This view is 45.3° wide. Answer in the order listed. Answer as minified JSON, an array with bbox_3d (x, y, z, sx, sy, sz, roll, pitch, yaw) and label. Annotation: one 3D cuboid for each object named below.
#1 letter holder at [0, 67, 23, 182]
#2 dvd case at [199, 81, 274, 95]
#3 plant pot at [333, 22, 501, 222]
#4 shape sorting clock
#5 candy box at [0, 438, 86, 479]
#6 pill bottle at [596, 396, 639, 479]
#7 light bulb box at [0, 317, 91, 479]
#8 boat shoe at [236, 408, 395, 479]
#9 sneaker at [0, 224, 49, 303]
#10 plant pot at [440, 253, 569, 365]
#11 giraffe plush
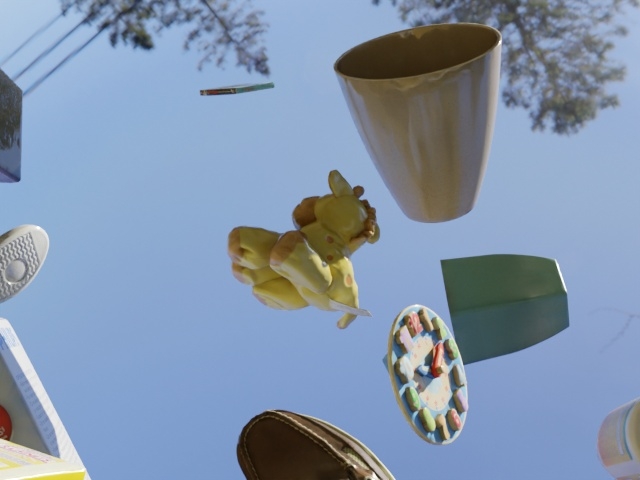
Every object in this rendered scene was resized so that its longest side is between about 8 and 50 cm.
[{"bbox_3d":[-0.559,-0.182,1.028,0.215,0.302,0.151,-2,-99,-2],"label":"letter holder"},{"bbox_3d":[-0.154,-0.278,1.410,0.087,0.013,0.120,-19,-163,-38],"label":"dvd case"},{"bbox_3d":[0.173,-0.177,1.235,0.257,0.273,0.256,-11,-150,6],"label":"plant pot"},{"bbox_3d":[0.162,0.194,1.122,0.040,0.206,0.206,-25,-143,35],"label":"shape sorting clock"},{"bbox_3d":[-0.304,0.171,0.617,0.206,0.105,0.027,10,-99,23],"label":"candy box"},{"bbox_3d":[0.440,0.272,1.026,0.118,0.208,0.117,-1,-111,4],"label":"pill bottle"},{"bbox_3d":[-0.466,0.326,0.895,0.358,0.360,0.225,-27,-178,-17],"label":"light bulb box"},{"bbox_3d":[0.023,0.208,0.570,0.257,0.095,0.095,34,-101,32],"label":"boat shoe"},{"bbox_3d":[-0.519,0.049,1.087,0.151,0.094,0.256,29,-115,35],"label":"sneaker"},{"bbox_3d":[0.384,0.128,1.591,0.235,0.165,0.165,-12,-140,9],"label":"plant pot"},{"bbox_3d":[0.000,0.000,1.036,0.210,0.181,0.170,19,-116,13],"label":"giraffe plush"}]
